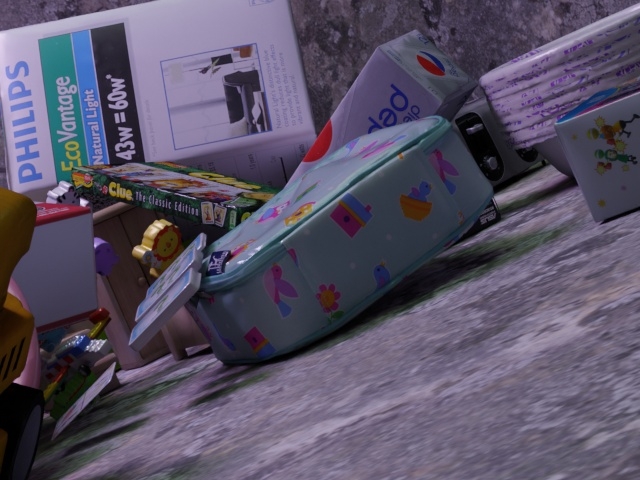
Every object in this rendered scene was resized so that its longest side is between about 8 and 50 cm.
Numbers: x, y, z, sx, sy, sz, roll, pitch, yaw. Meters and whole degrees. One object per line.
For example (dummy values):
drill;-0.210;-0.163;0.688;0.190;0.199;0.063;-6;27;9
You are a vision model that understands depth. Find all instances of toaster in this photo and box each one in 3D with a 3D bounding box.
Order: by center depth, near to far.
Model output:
toaster;0.170;-0.107;2.190;0.168;0.110;0.185;-26;5;-42

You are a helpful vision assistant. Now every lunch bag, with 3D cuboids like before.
lunch bag;0.000;0.000;1.573;0.279;0.108;0.224;-36;12;-20

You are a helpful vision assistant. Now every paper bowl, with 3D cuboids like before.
paper bowl;0.324;-0.166;1.861;0.284;0.148;0.284;-23;5;2

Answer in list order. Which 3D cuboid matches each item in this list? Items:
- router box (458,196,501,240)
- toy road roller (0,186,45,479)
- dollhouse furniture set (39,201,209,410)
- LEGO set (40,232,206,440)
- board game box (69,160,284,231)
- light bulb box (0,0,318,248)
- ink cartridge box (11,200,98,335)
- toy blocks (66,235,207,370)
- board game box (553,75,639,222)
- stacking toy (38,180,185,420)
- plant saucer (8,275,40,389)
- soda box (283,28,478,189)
router box;0.112;-0.010;1.798;0.122;0.038;0.092;-26;6;-32
toy road roller;-0.303;0.079;1.178;0.202;0.241;0.329;14;12;3
dollhouse furniture set;-0.132;0.025;1.769;0.303;0.174;0.355;-27;5;-33
LEGO set;-0.200;0.088;1.522;0.244;0.060;0.182;-46;11;10
board game box;-0.125;-0.047;1.781;0.259;0.030;0.136;14;12;43
light bulb box;-0.183;-0.116;2.159;0.361;0.225;0.358;-11;-23;0
ink cartridge box;-0.379;0.026;1.664;0.273;0.114;0.197;7;14;36
toy blocks;-0.337;0.108;2.035;0.261;0.191;0.381;-35;-5;41
board game box;0.375;-0.128;1.497;0.303;0.097;0.224;-23;4;22
stacking toy;-0.253;0.055;1.739;0.167;0.052;0.221;23;75;40
plant saucer;-0.389;0.128;1.411;0.332;0.332;0.084;-25;-35;-16
soda box;0.048;-0.090;1.910;0.091;0.098;0.286;-32;-18;-53
